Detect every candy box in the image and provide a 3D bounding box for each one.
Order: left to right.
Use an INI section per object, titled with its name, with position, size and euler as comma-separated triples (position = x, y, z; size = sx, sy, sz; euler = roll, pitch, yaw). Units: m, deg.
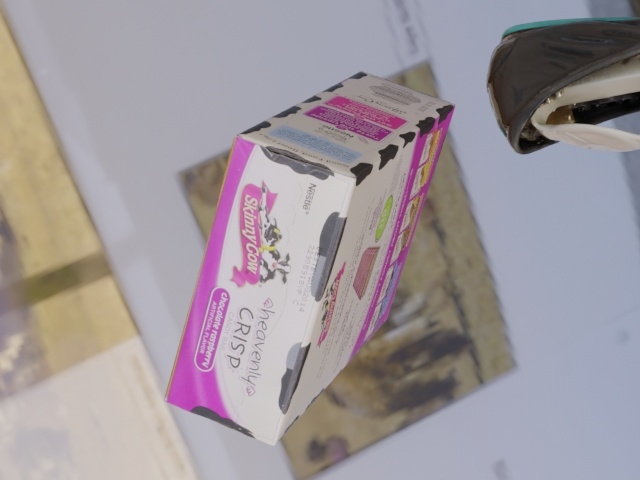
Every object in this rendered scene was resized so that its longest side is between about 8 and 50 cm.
[candy box]
position = 0.000, 0.000, 0.897
size = 0.233, 0.071, 0.159
euler = -40, -32, -68

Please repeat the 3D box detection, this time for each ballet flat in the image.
[ballet flat]
position = 0.237, -0.105, 0.969
size = 0.095, 0.280, 0.096
euler = 33, -126, -48
